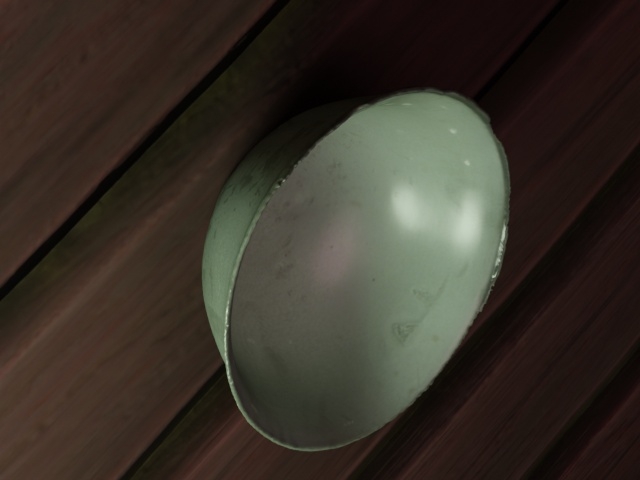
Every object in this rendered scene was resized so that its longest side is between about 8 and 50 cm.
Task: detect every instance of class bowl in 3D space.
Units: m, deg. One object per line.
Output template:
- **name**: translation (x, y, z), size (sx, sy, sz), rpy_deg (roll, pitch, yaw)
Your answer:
- **bowl**: translation (0.000, 0.000, 1.409), size (0.313, 0.146, 0.313), rpy_deg (-25, 129, -34)
